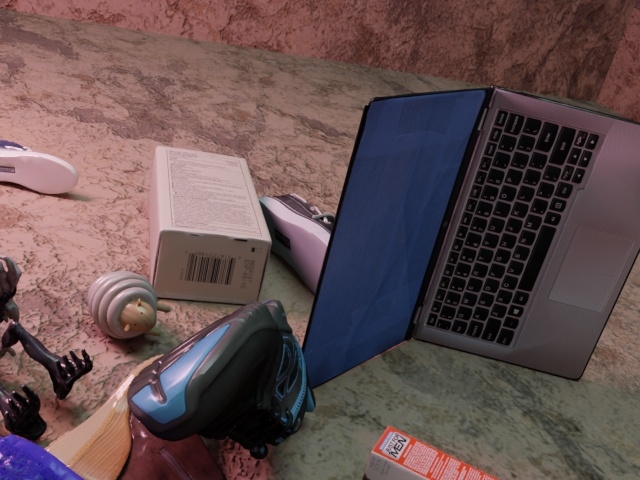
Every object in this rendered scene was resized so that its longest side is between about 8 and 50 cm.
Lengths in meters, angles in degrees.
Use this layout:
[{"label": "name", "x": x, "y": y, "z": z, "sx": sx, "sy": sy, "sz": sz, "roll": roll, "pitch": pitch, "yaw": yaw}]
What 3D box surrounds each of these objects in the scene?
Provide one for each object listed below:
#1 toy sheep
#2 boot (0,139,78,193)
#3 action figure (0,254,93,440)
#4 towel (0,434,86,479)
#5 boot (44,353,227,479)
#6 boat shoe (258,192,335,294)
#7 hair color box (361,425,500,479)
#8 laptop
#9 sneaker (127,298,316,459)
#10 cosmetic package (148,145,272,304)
[{"label": "toy sheep", "x": -0.244, "y": 0.079, "z": 0.932, "sx": 0.091, "sy": 0.091, "sz": 0.132, "roll": -9, "pitch": 20, "yaw": -41}, {"label": "boot", "x": -0.491, "y": -0.132, "z": 1.253, "sx": 0.190, "sy": 0.069, "sz": 0.086, "roll": 11, "pitch": 28, "yaw": -3}, {"label": "action figure", "x": -0.375, "y": 0.086, "z": 0.780, "sx": 0.276, "sy": 0.141, "sz": 0.164, "roll": 25, "pitch": 38, "yaw": 18}, {"label": "towel", "x": -0.252, "y": 0.258, "z": 0.472, "sx": 0.228, "sy": 0.076, "sz": 0.308, "roll": 24, "pitch": 30, "yaw": 19}, {"label": "boot", "x": -0.131, "y": 0.224, "z": 0.724, "sx": 0.207, "sy": 0.090, "sz": 0.248, "roll": 33, "pitch": 23, "yaw": 7}, {"label": "boat shoe", "x": 0.000, "y": 0.004, "z": 1.182, "sx": 0.105, "sy": 0.113, "sz": 0.306, "roll": -18, "pitch": 29, "yaw": -27}, {"label": "hair color box", "x": 0.121, "y": 0.263, "z": 0.725, "sx": 0.167, "sy": 0.093, "sz": 0.053, "roll": 23, "pitch": 26, "yaw": 19}, {"label": "laptop", "x": 0.213, "y": 0.029, "z": 0.920, "sx": 0.408, "sy": 0.382, "sz": 0.236, "roll": 15, "pitch": 26, "yaw": 1}, {"label": "sneaker", "x": -0.066, "y": 0.140, "z": 0.719, "sx": 0.139, "sy": 0.125, "sz": 0.341, "roll": 61, "pitch": 10, "yaw": 5}, {"label": "cosmetic package", "x": -0.182, "y": -0.032, "z": 1.160, "sx": 0.160, "sy": 0.113, "sz": 0.309, "roll": 7, "pitch": 25, "yaw": -16}]
